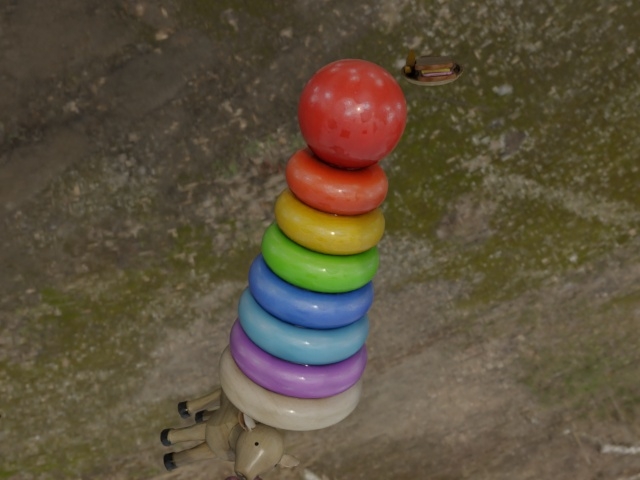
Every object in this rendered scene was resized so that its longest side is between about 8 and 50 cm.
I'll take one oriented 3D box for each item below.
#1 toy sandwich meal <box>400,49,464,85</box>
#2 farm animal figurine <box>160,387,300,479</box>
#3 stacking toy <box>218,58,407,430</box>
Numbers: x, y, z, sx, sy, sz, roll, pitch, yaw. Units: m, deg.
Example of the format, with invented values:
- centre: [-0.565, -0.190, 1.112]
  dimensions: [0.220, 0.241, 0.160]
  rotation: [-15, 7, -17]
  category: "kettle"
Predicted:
- centre: [0.135, -0.213, 1.017]
  dimensions: [0.086, 0.085, 0.029]
  rotation: [-13, 123, -12]
  category: "toy sandwich meal"
- centre: [-0.082, 0.277, 0.769]
  dimensions: [0.172, 0.330, 0.327]
  rotation: [-20, 161, 21]
  category: "farm animal figurine"
- centre: [0.000, 0.000, 0.740]
  dimensions: [0.141, 0.141, 0.330]
  rotation: [-2, 119, -28]
  category: "stacking toy"
